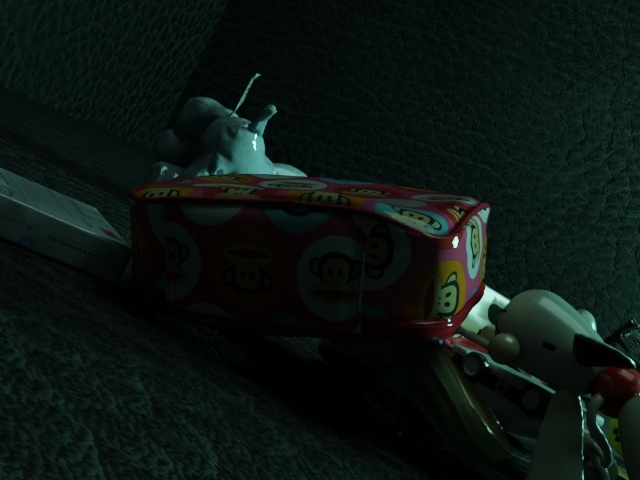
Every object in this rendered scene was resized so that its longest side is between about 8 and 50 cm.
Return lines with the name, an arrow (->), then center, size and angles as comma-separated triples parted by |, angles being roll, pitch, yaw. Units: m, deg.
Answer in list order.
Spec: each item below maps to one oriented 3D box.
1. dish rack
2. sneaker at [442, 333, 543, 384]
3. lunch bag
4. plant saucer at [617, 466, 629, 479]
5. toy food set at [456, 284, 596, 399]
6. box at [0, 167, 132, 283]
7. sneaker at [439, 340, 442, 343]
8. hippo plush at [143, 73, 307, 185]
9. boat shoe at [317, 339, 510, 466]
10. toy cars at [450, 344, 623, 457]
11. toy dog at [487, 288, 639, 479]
dish rack -> 0.402, 0.198, 1.330 | 0.074, 0.208, 0.271 | 50, 5, 13
sneaker -> 0.248, 0.203, 1.395 | 0.128, 0.087, 0.221 | 6, 10, -5
lunch bag -> 0.000, 0.000, 0.823 | 0.293, 0.120, 0.258 | 7, 12, 19
plant saucer -> 0.385, 0.303, 1.173 | 0.083, 0.015, 0.083 | 27, 3, -1
toy food set -> 0.298, 0.125, 0.940 | 0.306, 0.092, 0.219 | 24, -4, 44
box -> -0.270, -0.032, 0.812 | 0.186, 0.038, 0.145 | 25, 4, -32
sneaker -> 0.158, 0.134, 1.476 | 0.080, 0.081, 0.211 | 25, 2, -13
hippo plush -> -0.126, -0.113, 1.549 | 0.236, 0.294, 0.234 | 35, 19, -36
boat shoe -> 0.076, 0.131, 0.827 | 0.105, 0.089, 0.285 | 54, -4, -19
toy cars -> 0.324, 0.241, 1.091 | 0.393, 0.087, 0.176 | 24, 3, 6
toy dog -> 0.232, 0.172, 0.698 | 0.160, 0.220, 0.333 | -13, 19, -33
